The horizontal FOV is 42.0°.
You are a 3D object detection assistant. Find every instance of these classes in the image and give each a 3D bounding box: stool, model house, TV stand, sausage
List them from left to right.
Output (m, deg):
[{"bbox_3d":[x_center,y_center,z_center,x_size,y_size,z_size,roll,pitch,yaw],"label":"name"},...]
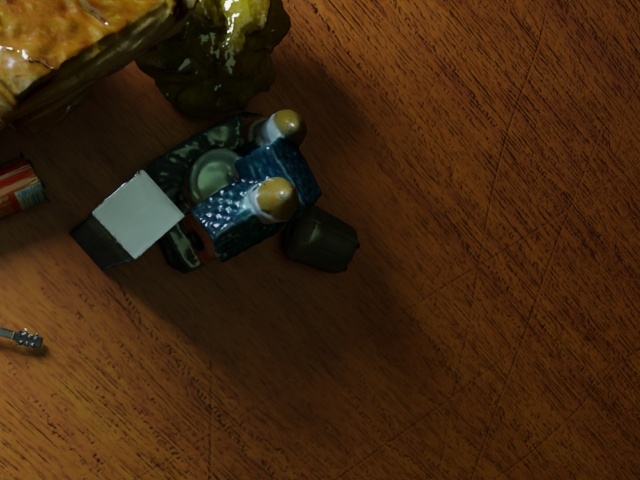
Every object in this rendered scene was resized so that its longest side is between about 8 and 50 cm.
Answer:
[{"bbox_3d":[-0.505,-0.034,1.118,0.264,0.083,0.083,-27,96,-21],"label":"sausage"},{"bbox_3d":[-0.266,-0.022,1.114,0.088,0.269,0.082,-43,102,-20],"label":"TV stand"},{"bbox_3d":[-0.104,-0.081,1.184,0.253,0.291,0.184,-30,102,-22],"label":"model house"},{"bbox_3d":[0.000,0.000,1.324,0.110,0.096,0.096,25,76,-23],"label":"stool"}]

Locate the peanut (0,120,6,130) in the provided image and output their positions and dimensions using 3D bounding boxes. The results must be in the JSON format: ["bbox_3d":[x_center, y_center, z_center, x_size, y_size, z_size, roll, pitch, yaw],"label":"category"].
[{"bbox_3d":[-0.453,-0.242,1.122,0.174,0.158,0.340,35,66,14],"label":"peanut"}]

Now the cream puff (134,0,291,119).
[{"bbox_3d":[-0.160,-0.295,1.214,0.244,0.196,0.244,-5,101,-28],"label":"cream puff"}]

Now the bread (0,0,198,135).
[{"bbox_3d":[-0.348,-0.285,1.003,0.277,0.167,0.324,45,56,-5],"label":"bread"}]

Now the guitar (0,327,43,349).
[{"bbox_3d":[-0.497,0.107,1.138,0.233,0.025,0.088,20,78,-21],"label":"guitar"}]
